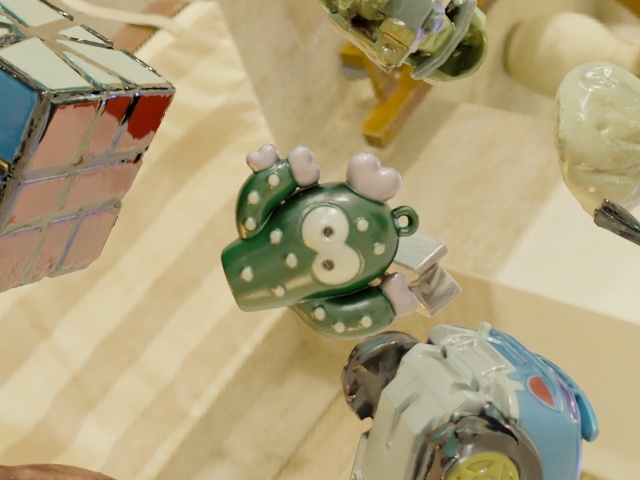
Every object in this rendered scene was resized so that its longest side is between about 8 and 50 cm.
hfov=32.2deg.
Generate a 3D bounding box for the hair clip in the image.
[{"bbox_3d":[0.052,0.009,1.500,0.085,0.331,0.101,-34,124,-21],"label":"hair clip"}]

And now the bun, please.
[{"bbox_3d":[0.331,-0.110,1.218,0.183,0.102,0.183,14,72,-51],"label":"bun"}]

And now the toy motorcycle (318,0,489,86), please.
[{"bbox_3d":[0.104,-0.323,1.530,0.169,0.237,0.410,-57,162,11],"label":"toy motorcycle"}]

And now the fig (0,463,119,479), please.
[{"bbox_3d":[-0.162,0.183,0.611,0.175,0.175,0.207,-35,119,-43],"label":"fig"}]

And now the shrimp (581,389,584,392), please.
[{"bbox_3d":[0.299,0.241,1.497,0.143,0.052,0.251,-36,168,-7],"label":"shrimp"}]

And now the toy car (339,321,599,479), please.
[{"bbox_3d":[0.092,0.216,0.793,0.166,0.198,0.314,11,102,-18],"label":"toy car"}]

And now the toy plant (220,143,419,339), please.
[{"bbox_3d":[0.003,0.004,1.335,0.112,0.243,0.232,-81,177,-77],"label":"toy plant"}]

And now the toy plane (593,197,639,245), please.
[{"bbox_3d":[0.296,0.022,0.819,0.078,0.197,0.053,-6,126,-33],"label":"toy plane"}]

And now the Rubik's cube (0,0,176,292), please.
[{"bbox_3d":[-0.390,-0.129,1.315,0.283,0.288,0.293,-61,163,17],"label":"Rubik's cube"}]
